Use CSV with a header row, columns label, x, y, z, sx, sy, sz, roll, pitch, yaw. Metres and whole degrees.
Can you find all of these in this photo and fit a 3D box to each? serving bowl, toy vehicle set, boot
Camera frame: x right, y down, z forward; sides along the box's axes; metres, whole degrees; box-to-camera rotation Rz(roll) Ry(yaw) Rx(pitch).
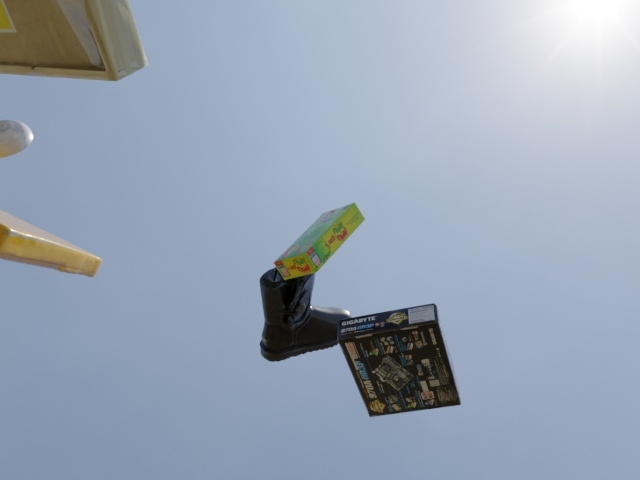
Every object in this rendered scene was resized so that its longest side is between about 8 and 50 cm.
label,x,y,z,sx,sy,sz,roll,pitch,yaw
serving bowl,-0.486,-0.161,0.964,0.083,0.083,0.027,3,-47,7
toy vehicle set,-0.266,-0.213,0.482,0.266,0.035,0.166,11,-50,28
boot,-0.021,0.135,1.354,0.246,0.094,0.207,-14,-55,-32

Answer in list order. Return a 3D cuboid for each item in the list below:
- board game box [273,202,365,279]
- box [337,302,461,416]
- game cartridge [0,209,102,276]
label,x,y,z,sx,sy,sz,roll,pitch,yaw
board game box,0.000,0.000,1.210,0.092,0.181,0.043,-17,-68,46
box,0.144,0.220,1.123,0.175,0.051,0.220,-12,-55,14
game cartridge,-0.531,-0.028,0.987,0.285,0.324,0.053,25,-98,7
